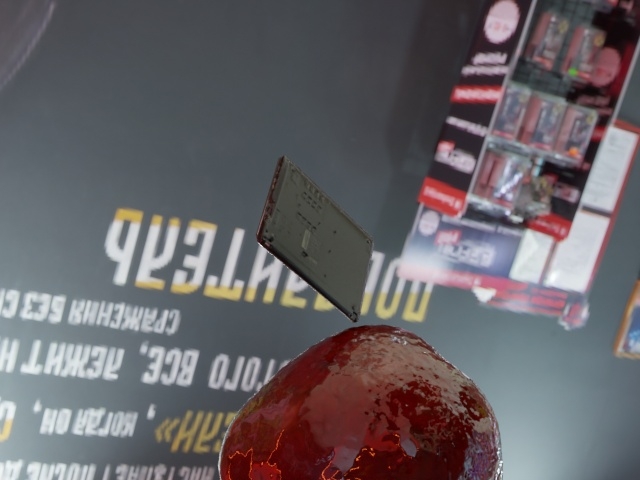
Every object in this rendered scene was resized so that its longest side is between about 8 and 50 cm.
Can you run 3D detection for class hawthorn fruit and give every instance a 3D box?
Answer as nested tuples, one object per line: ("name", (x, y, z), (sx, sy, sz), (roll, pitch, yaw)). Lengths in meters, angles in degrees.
("hawthorn fruit", (0.027, 0.233, 0.908), (0.307, 0.265, 0.265), (-22, -152, -25))

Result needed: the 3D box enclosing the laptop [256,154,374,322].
("laptop", (0.000, 0.000, 1.040), (0.016, 0.129, 0.180), (-18, 135, 36))
